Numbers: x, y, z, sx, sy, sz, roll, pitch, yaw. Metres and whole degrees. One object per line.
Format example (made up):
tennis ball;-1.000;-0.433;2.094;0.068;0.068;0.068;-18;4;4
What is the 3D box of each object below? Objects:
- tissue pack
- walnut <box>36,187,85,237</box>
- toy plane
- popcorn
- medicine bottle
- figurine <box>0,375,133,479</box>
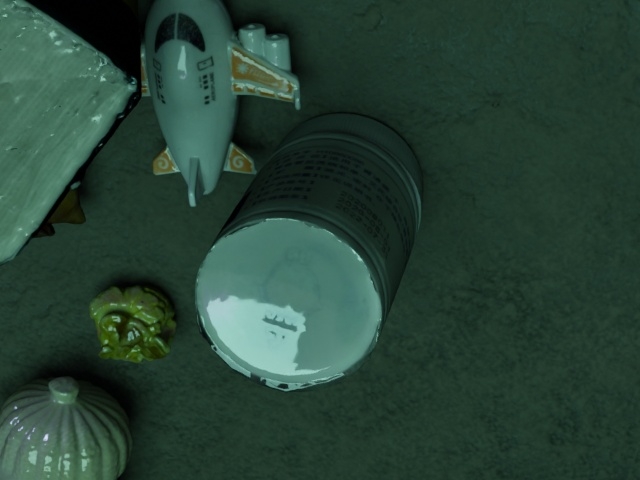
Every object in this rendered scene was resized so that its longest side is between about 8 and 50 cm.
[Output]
tissue pack;-0.331;-0.215;1.378;0.253;0.416;0.264;32;115;-28
walnut;-0.365;-0.095;1.615;0.245;0.137;0.137;43;114;-13
toy plane;-0.140;-0.164;1.556;0.244;0.117;0.245;4;117;8
popcorn;-0.227;0.100;1.715;0.097;0.089;0.109;-43;100;12
medicine bottle;0.000;0.000;1.499;0.190;0.332;0.190;5;114;11
figurine;-0.304;0.315;1.795;0.204;0.185;0.332;-37;129;-11
